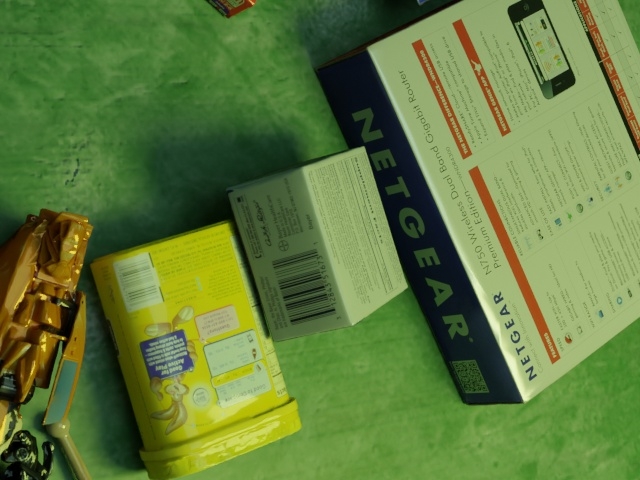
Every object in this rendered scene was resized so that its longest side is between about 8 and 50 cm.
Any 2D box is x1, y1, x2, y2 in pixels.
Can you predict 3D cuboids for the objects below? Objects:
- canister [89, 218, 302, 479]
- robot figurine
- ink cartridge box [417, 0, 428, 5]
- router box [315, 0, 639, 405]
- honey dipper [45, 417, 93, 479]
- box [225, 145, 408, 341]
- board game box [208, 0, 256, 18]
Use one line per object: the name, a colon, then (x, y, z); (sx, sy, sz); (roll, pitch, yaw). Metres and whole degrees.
canister: (-0.095, 0.080, 1.015); (0.126, 0.073, 0.170); (-17, 92, -34)
robot figurine: (-0.258, 0.105, 0.893); (0.211, 0.085, 0.291); (19, 73, -26)
ink cartridge box: (0.107, -0.337, 1.197); (0.206, 0.045, 0.208); (-38, 105, -47)
router box: (0.191, -0.068, 1.219); (0.301, 0.082, 0.335); (-29, 100, -33)
honey dipper: (-0.160, 0.199, 0.983); (0.030, 0.030, 0.161); (-28, 95, -33)
box: (0.000, 0.000, 1.054); (0.137, 0.072, 0.126); (-25, 99, -66)
board game box: (-0.077, -0.303, 1.095); (0.146, 0.045, 0.193); (37, 65, -24)
